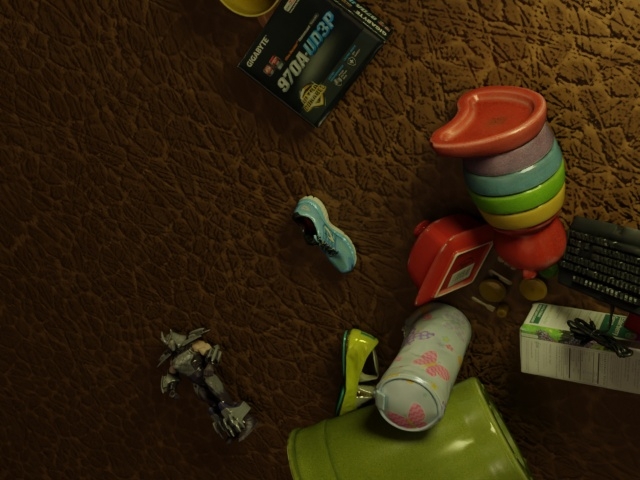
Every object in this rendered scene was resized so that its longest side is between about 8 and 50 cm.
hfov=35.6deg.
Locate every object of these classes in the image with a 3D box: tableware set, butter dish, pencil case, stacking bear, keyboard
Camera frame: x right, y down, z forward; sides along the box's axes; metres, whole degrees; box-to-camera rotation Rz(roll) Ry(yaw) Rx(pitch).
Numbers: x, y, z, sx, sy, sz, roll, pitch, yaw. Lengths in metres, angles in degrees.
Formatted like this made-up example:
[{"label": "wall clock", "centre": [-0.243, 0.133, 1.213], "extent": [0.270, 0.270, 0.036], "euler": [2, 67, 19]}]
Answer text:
[{"label": "tableware set", "centre": [0.337, 0.073, 1.718], "extent": [0.104, 0.024, 0.154], "euler": [31, 128, 5]}, {"label": "butter dish", "centre": [0.206, 0.012, 1.690], "extent": [0.118, 0.160, 0.159], "euler": [44, 133, 29]}, {"label": "pencil case", "centre": [0.181, 0.213, 1.734], "extent": [0.124, 0.273, 0.113], "euler": [23, 121, 7]}, {"label": "stacking bear", "centre": [0.307, -0.076, 1.563], "extent": [0.164, 0.175, 0.289], "euler": [2, 128, 36]}, {"label": "keyboard", "centre": [0.430, 0.077, 1.484], "extent": [0.033, 0.317, 0.201], "euler": [3, 97, -12]}]

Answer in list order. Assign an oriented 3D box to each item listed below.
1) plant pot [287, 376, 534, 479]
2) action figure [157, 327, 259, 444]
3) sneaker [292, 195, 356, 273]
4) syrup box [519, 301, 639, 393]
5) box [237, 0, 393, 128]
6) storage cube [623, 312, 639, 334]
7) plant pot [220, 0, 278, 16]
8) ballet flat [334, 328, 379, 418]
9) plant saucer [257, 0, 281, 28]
[{"label": "plant pot", "centre": [0.184, 0.428, 1.796], "extent": [0.353, 0.366, 0.366], "euler": [-28, 104, 8]}, {"label": "action figure", "centre": [-0.250, 0.305, 2.146], "extent": [0.285, 0.099, 0.185], "euler": [52, 135, -4]}, {"label": "sneaker", "centre": [0.000, 0.000, 1.828], "extent": [0.063, 0.073, 0.162], "euler": [-33, 99, 39]}, {"label": "syrup box", "centre": [0.461, 0.180, 1.665], "extent": [0.237, 0.093, 0.096], "euler": [7, 121, 26]}, {"label": "box", "centre": [-0.011, -0.316, 1.643], "extent": [0.175, 0.051, 0.220], "euler": [38, 130, -5]}, {"label": "storage cube", "centre": [0.584, 0.052, 1.459], "extent": [0.193, 0.183, 0.215], "euler": [24, 128, 17]}, {"label": "plant pot", "centre": [-0.100, -0.438, 1.598], "extent": [0.134, 0.095, 0.134], "euler": [14, 125, 21]}, {"label": "ballet flat", "centre": [0.074, 0.274, 1.961], "extent": [0.077, 0.077, 0.231], "euler": [9, 122, 5]}, {"label": "plant saucer", "centre": [-0.072, -0.381, 1.672], "extent": [0.084, 0.013, 0.083], "euler": [14, 124, 21]}]
